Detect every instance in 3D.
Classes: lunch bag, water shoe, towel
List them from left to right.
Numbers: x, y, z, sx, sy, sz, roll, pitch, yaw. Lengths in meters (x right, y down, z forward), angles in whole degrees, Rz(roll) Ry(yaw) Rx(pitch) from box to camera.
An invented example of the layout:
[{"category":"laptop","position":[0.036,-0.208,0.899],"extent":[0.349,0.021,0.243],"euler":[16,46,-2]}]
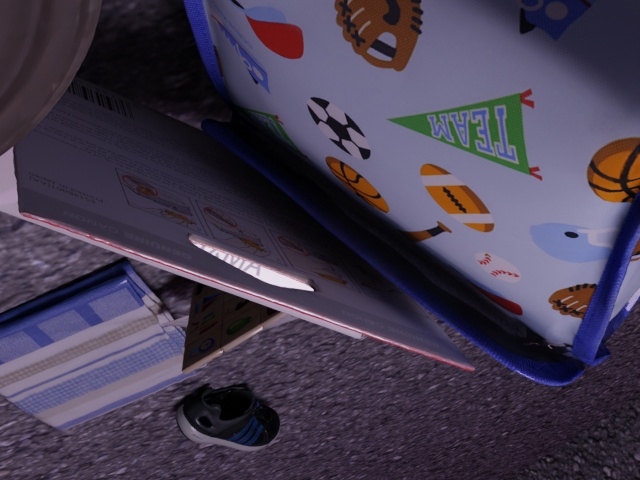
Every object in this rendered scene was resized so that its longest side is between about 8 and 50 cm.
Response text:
[{"category":"towel","position":[-0.251,0.123,1.118],"extent":[0.209,0.034,0.285],"euler":[-24,153,-1]},{"category":"water shoe","position":[-0.108,0.247,1.437],"extent":[0.080,0.073,0.203],"euler":[-42,151,24]},{"category":"lunch bag","position":[0.093,-0.091,0.655],"extent":[0.239,0.328,0.385],"euler":[-48,162,-16]}]

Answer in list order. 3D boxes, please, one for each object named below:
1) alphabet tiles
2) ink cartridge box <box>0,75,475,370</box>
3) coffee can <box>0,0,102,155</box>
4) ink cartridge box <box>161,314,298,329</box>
[{"category":"alphabet tiles","position":[-0.036,0.010,0.932],"extent":[0.198,0.237,0.009],"euler":[-31,112,11]},{"category":"ink cartridge box","position":[-0.076,-0.004,0.673],"extent":[0.296,0.261,0.066],"euler":[22,110,-27]},{"category":"coffee can","position":[-0.209,-0.164,0.334],"extent":[0.201,0.275,0.201],"euler":[-21,154,-11]},{"category":"ink cartridge box","position":[-0.031,0.042,1.081],"extent":[0.225,0.056,0.181],"euler":[-19,164,29]}]
